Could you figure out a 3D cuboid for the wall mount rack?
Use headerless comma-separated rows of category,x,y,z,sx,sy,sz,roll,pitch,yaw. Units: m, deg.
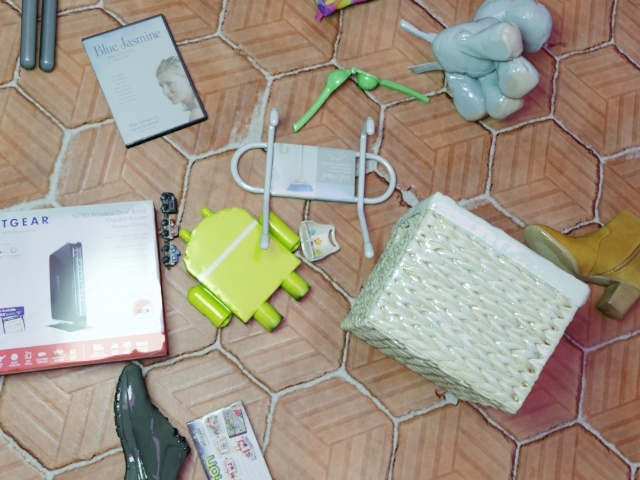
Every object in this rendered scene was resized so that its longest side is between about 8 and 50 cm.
wall mount rack,-0.008,-0.107,1.468,0.350,0.130,0.304,4,75,-7

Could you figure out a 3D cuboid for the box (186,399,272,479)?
box,-0.165,0.420,1.388,0.114,0.036,0.207,-21,82,-12

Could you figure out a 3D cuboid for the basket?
basket,0.252,0.125,1.368,0.331,0.328,0.266,31,80,-2

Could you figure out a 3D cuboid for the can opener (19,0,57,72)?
can opener,-0.570,-0.485,1.481,0.074,0.093,0.280,4,86,-24

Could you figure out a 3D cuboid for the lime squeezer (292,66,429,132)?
lime squeezer,0.081,-0.321,1.569,0.310,0.059,0.110,-14,80,-12

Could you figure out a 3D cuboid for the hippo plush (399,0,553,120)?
hippo plush,0.372,-0.410,1.584,0.294,0.234,0.236,18,49,37

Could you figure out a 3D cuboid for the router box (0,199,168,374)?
router box,-0.471,0.089,1.387,0.335,0.082,0.301,-6,79,-9

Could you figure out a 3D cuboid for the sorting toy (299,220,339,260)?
sorting toy,0.000,0.000,1.499,0.075,0.045,0.083,-10,80,-18

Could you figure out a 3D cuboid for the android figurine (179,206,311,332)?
android figurine,-0.158,0.048,1.456,0.273,0.056,0.248,40,76,1

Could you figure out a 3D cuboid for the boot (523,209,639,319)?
boot,0.590,0.005,1.563,0.295,0.104,0.211,41,70,-4

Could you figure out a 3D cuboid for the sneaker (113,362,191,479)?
sneaker,-0.311,0.366,1.354,0.130,0.109,0.286,-9,89,-17

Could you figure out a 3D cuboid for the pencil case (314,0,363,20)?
pencil case,0.085,-0.570,1.602,0.236,0.104,0.104,-25,83,-10

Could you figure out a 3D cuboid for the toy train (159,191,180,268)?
toy train,-0.301,-0.021,1.466,0.036,0.027,0.158,0,78,-19

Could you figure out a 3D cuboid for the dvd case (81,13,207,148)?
dvd case,-0.365,-0.335,1.522,0.180,0.022,0.253,-23,82,-12
